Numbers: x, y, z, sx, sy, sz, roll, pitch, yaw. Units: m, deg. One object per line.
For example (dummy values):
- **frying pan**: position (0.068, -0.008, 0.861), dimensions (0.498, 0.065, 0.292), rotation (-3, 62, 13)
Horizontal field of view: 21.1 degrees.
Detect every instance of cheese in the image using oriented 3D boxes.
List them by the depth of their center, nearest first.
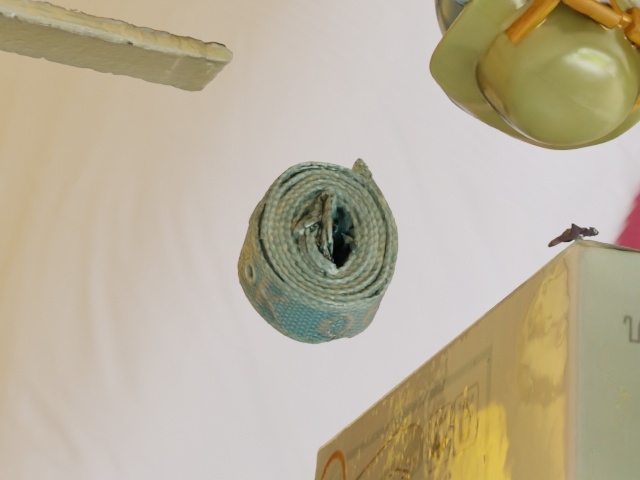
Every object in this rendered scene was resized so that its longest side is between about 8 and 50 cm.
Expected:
- **cheese**: position (-0.273, -0.220, 1.866), dimensions (0.085, 0.400, 0.034), rotation (-33, 58, 41)

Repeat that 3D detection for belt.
- **belt**: position (0.000, 0.007, 1.534), dimensions (0.163, 0.147, 0.082), rotation (66, 149, 33)

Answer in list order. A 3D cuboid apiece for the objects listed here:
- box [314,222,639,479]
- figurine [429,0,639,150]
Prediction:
- **box**: position (0.069, 0.106, 0.617), dimensions (0.269, 0.079, 0.135), rotation (132, 145, -62)
- **figurine**: position (0.121, -0.163, 0.998), dimensions (0.153, 0.180, 0.262), rotation (-27, 51, 10)
